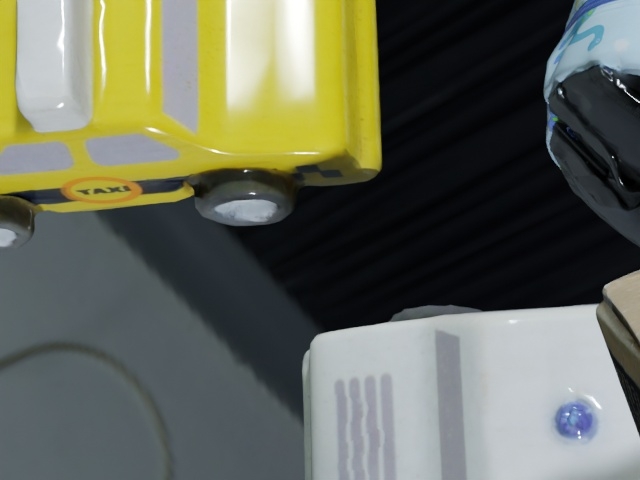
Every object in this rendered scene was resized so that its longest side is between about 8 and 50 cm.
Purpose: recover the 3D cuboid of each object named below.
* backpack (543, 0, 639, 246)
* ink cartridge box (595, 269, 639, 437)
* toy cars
[{"bbox_3d":[0.303,-0.060,1.081,0.356,0.290,0.273,11,74,5],"label":"backpack"},{"bbox_3d":[0.210,0.068,0.452,0.088,0.235,0.193,-98,166,-76],"label":"ink cartridge box"},{"bbox_3d":[0.000,0.000,0.595,0.394,0.176,0.087,37,-4,21],"label":"toy cars"}]
